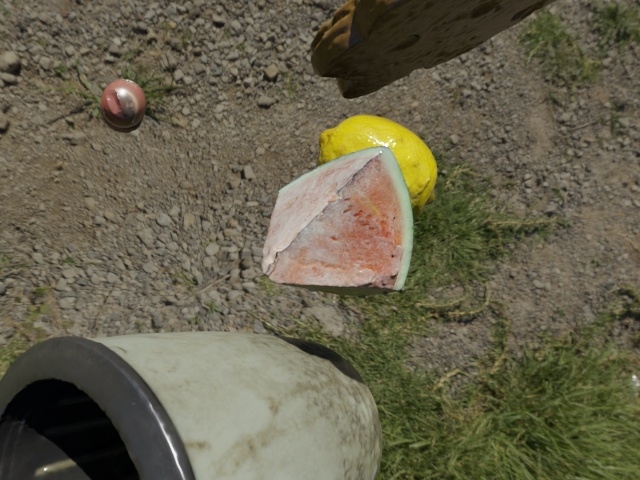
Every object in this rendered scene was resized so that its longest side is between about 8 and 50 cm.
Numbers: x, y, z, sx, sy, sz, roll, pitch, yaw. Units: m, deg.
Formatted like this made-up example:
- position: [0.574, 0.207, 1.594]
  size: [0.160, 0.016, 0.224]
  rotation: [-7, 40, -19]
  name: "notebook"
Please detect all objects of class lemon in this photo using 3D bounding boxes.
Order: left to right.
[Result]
- position: [0.123, -0.157, 1.070]
  size: [0.284, 0.261, 0.260]
  rotation: [16, 80, -27]
  name: "lemon"

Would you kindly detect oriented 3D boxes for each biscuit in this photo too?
- position: [0.106, -0.182, 0.342]
  size: [0.209, 0.290, 0.041]
  rotation: [-22, 92, -37]
  name: "biscuit"

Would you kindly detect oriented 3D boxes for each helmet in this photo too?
- position: [-0.300, -0.198, 0.699]
  size: [0.065, 0.049, 0.083]
  rotation: [11, 112, -19]
  name: "helmet"

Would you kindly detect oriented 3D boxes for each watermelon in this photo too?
- position: [0.006, -0.004, 0.883]
  size: [0.293, 0.250, 0.282]
  rotation: [-19, 93, -17]
  name: "watermelon"

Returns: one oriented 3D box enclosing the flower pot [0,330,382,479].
- position: [-0.100, 0.221, 0.459]
  size: [0.330, 0.294, 0.293]
  rotation: [3, 81, -57]
  name: "flower pot"
